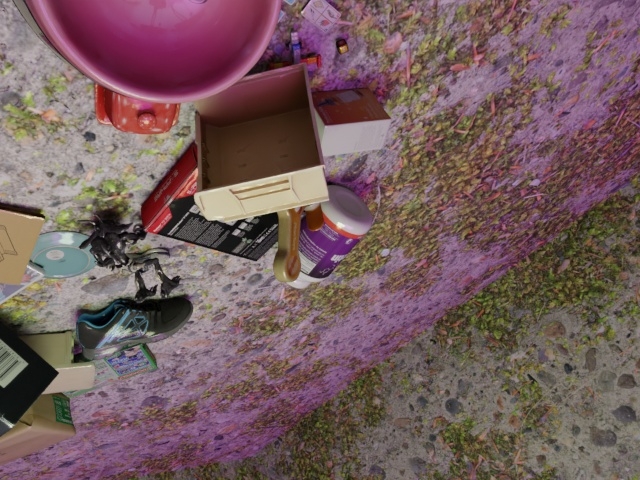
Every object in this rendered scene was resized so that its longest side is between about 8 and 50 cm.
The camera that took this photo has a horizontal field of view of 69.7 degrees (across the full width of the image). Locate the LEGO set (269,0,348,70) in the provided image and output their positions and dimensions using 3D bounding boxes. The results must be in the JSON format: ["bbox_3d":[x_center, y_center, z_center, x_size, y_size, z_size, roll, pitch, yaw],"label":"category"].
[{"bbox_3d":[-0.050,-0.404,0.922,0.182,0.060,0.244,-41,144,28],"label":"LEGO set"}]

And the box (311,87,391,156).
[{"bbox_3d":[0.058,-0.282,1.089,0.170,0.130,0.091,-12,145,-21],"label":"box"}]

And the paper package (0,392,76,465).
[{"bbox_3d":[-1.021,0.604,1.498,0.309,0.168,0.325,-18,155,-11],"label":"paper package"}]

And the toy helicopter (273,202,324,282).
[{"bbox_3d":[-0.068,-0.073,1.147,0.140,0.355,0.235,1,175,27],"label":"toy helicopter"}]

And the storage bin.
[{"bbox_3d":[-0.128,-0.194,0.926,0.260,0.262,0.123,-11,153,4],"label":"storage bin"}]

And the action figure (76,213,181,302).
[{"bbox_3d":[-0.481,0.028,1.154,0.164,0.141,0.276,-23,120,8],"label":"action figure"}]

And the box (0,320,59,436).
[{"bbox_3d":[-0.947,0.396,1.157,0.395,0.212,0.293,-36,106,14],"label":"box"}]

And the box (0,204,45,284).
[{"bbox_3d":[-0.729,0.007,1.014,0.164,0.021,0.201,16,118,-39],"label":"box"}]

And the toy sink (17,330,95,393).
[{"bbox_3d":[-0.816,0.369,1.395,0.234,0.131,0.153,1,138,-28],"label":"toy sink"}]

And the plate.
[{"bbox_3d":[-0.653,0.047,1.160,0.188,0.024,0.188,-17,146,-12],"label":"plate"}]

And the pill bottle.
[{"bbox_3d":[0.000,0.000,1.388,0.181,0.181,0.323,6,135,-39],"label":"pill bottle"}]

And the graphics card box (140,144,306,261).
[{"bbox_3d":[-0.241,-0.079,1.201,0.233,0.094,0.371,-43,142,23],"label":"graphics card box"}]

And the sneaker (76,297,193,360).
[{"bbox_3d":[-0.556,0.241,1.399,0.341,0.125,0.140,-21,122,-27],"label":"sneaker"}]

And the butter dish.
[{"bbox_3d":[-0.336,-0.257,0.873,0.160,0.118,0.160,-4,140,-29],"label":"butter dish"}]

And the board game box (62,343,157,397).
[{"bbox_3d":[-0.760,0.443,1.608,0.317,0.046,0.213,-17,146,-14],"label":"board game box"}]

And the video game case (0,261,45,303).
[{"bbox_3d":[-0.803,0.083,1.084,0.201,0.023,0.183,-31,137,8],"label":"video game case"}]

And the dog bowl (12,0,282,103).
[{"bbox_3d":[-0.234,-0.385,0.666,0.408,0.150,0.408,-18,133,-20],"label":"dog bowl"}]

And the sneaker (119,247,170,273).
[{"bbox_3d":[-0.481,0.064,1.267,0.135,0.058,0.052,-13,144,-20],"label":"sneaker"}]
